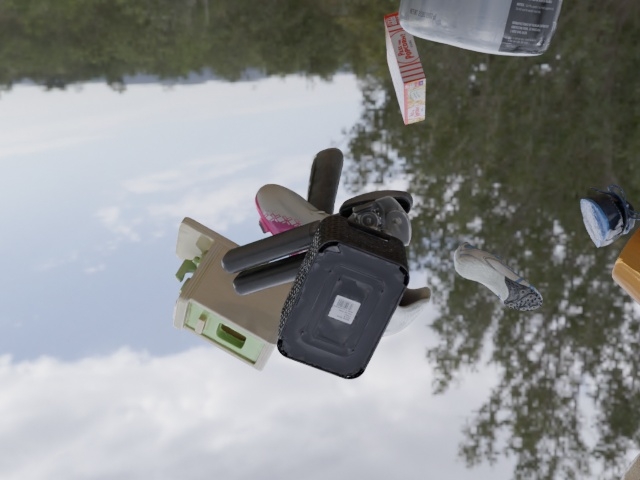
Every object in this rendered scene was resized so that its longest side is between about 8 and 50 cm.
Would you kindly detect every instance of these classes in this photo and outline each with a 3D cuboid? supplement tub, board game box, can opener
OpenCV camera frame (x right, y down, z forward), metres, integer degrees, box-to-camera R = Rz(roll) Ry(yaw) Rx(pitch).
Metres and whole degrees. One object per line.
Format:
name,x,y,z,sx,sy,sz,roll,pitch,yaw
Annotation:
supplement tub,0.225,-0.415,1.120,0.207,0.338,0.207,9,-160,-3
board game box,0.165,-0.331,1.738,0.045,0.147,0.193,-14,163,2
can opener,0.000,0.000,1.267,0.283,0.076,0.095,-18,-161,23

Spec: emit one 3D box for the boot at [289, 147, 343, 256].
boot,0.011,-0.070,1.630,0.076,0.209,0.189,27,161,-20

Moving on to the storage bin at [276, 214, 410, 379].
storage bin,0.028,0.074,1.159,0.122,0.180,0.084,21,-156,-7

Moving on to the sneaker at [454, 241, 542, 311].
sneaker,0.406,0.080,2.027,0.237,0.085,0.086,32,-135,-12

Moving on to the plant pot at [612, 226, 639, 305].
plant pot,0.619,0.063,1.549,0.188,0.205,0.205,36,-148,29

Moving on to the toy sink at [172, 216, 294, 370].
toy sink,-0.160,0.093,1.467,0.234,0.131,0.153,30,153,1

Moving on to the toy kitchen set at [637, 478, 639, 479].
toy kitchen set,0.321,0.384,0.920,0.122,0.207,0.166,-13,-136,-37

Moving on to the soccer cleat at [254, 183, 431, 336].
soccer cleat,0.043,0.012,1.422,0.143,0.331,0.116,-34,-160,27

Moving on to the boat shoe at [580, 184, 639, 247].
boat shoe,0.545,-0.054,1.691,0.089,0.109,0.258,-27,172,10

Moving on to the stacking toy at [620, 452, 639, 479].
stacking toy,0.740,0.564,1.541,0.350,0.480,0.351,-25,-144,20
